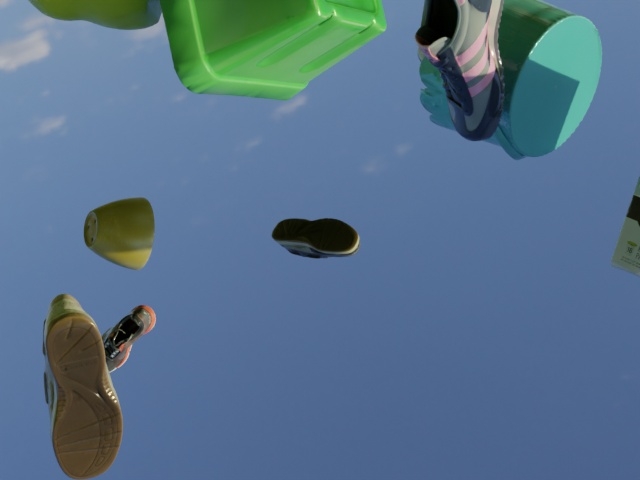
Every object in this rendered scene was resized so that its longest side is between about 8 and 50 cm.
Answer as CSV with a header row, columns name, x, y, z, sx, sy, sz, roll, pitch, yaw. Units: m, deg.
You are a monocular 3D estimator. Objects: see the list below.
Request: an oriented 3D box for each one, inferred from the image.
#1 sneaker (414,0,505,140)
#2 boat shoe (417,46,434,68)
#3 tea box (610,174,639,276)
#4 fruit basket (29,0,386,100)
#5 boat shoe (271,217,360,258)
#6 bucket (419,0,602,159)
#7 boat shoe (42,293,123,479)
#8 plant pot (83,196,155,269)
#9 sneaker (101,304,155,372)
name,x,y,z,sx,sy,sz,roll,pitch,yaw
sneaker,0.190,-0.272,1.646,0.131,0.318,0.112,-27,-141,-25
boat shoe,0.222,-0.327,1.934,0.095,0.084,0.258,38,-144,8
tea box,0.642,-0.048,1.603,0.220,0.323,0.329,9,-167,-35
fruit basket,-0.152,-0.335,1.289,0.392,0.391,0.283,-1,-176,29
boat shoe,0.000,0.000,1.623,0.152,0.049,0.056,12,-116,40
bucket,0.317,-0.276,1.860,0.281,0.281,0.183,-34,-135,-28
boat shoe,-0.368,0.224,1.717,0.109,0.302,0.098,-11,-151,-16
plant pot,-0.371,-0.016,2.040,0.095,0.134,0.134,5,-166,-33
sneaker,-0.348,0.171,1.923,0.158,0.061,0.065,-49,173,19
